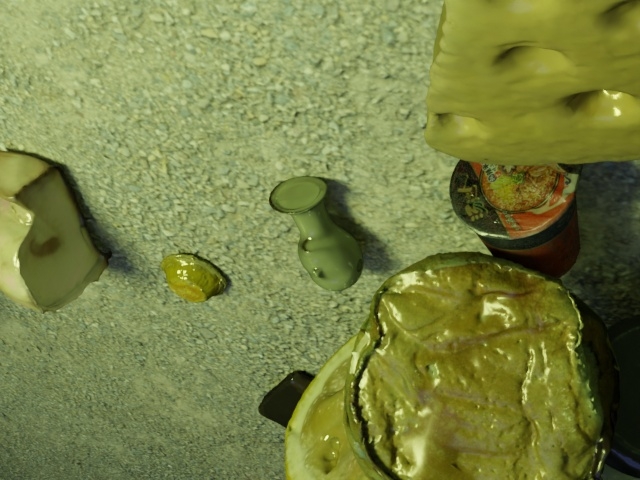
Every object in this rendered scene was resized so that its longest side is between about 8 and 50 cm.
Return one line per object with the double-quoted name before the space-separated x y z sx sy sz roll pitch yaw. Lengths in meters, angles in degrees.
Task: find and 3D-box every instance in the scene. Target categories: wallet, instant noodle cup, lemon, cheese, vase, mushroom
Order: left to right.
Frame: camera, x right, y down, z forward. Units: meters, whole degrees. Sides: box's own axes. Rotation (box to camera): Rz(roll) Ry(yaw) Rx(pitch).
"mushroom" -0.429 0.000 1.282 0.173 0.162 0.236 9 145 16
"wallet" 0.052 0.320 1.596 0.309 0.042 0.165 28 146 -13
"lemon" 0.156 0.288 1.209 0.364 0.364 0.364 15 148 10
"instant noodle cup" 0.205 -0.024 0.929 0.127 0.127 0.136 3 152 27
"cheese" 0.201 -0.156 0.627 0.383 0.104 0.384 7 167 2
"vase" 0.371 0.209 1.105 0.173 0.173 0.321 14 162 12

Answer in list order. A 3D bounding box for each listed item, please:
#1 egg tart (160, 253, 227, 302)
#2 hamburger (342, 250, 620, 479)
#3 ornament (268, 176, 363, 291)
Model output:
"egg tart" -0.186 0.058 1.345 0.105 0.039 0.105 13 146 9
"hamburger" 0.160 0.155 0.934 0.265 0.285 0.134 16 -173 13
"ornament" 0.000 0.000 1.112 0.074 0.081 0.156 -2 137 26
